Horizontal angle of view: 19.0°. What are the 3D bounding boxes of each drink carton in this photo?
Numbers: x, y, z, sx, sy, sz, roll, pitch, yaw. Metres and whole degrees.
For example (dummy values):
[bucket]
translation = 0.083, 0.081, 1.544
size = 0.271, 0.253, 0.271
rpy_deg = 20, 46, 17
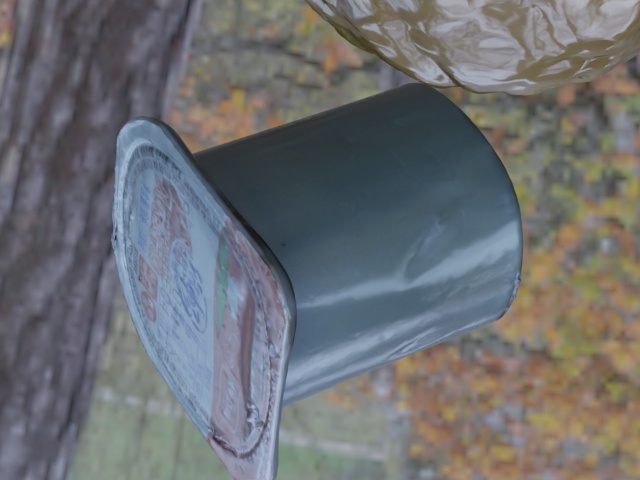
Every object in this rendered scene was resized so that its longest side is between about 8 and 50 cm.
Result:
[drink carton]
translation = 0.000, 0.000, 1.096
size = 0.189, 0.191, 0.185
rpy_deg = -23, 141, -22

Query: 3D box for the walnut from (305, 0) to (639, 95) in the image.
[walnut]
translation = 0.061, -0.158, 0.637
size = 0.228, 0.228, 0.228
rpy_deg = 6, 155, 3
